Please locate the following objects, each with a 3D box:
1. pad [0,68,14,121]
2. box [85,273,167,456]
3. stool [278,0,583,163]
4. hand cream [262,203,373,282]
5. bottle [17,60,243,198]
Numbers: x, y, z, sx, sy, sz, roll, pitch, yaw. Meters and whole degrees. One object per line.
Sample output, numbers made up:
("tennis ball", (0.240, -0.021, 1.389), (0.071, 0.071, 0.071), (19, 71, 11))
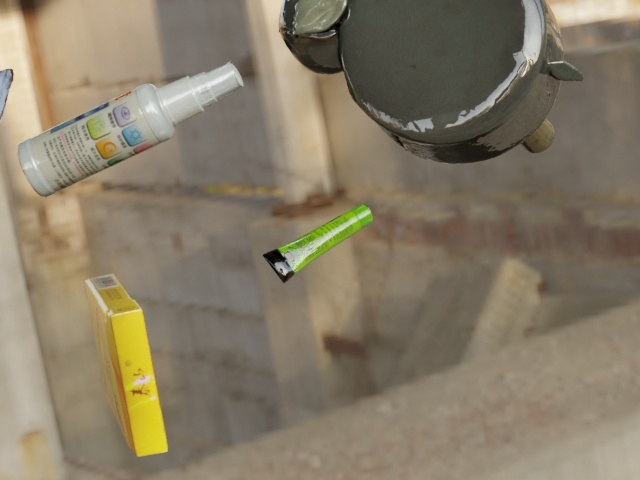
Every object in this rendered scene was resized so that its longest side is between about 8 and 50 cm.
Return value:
("pad", (-0.428, -0.105, 1.989), (0.004, 0.181, 0.267), (22, -14, -29))
("box", (-0.211, 0.128, 1.827), (0.043, 0.152, 0.269), (-12, 8, -11))
("stool", (0.088, -0.146, 1.280), (0.153, 0.228, 0.139), (-50, -23, 2))
("hand cream", (0.000, 0.000, 1.702), (0.122, 0.036, 0.023), (-31, -15, -27))
("bottle", (-0.173, -0.107, 1.579), (0.217, 0.060, 0.060), (-23, 8, 8))
